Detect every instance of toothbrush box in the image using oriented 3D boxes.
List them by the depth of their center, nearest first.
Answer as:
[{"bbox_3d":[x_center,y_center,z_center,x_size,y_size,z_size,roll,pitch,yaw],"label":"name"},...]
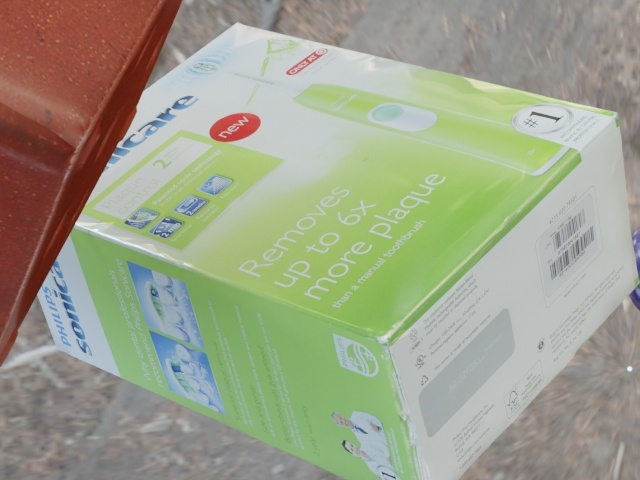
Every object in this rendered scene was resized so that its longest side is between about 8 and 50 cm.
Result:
[{"bbox_3d":[0.000,0.000,0.947,0.283,0.122,0.206,18,46,39],"label":"toothbrush box"}]

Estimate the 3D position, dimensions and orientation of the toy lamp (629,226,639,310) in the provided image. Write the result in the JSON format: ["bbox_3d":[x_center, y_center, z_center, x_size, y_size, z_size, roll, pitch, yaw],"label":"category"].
[{"bbox_3d":[0.101,0.032,1.156,0.274,0.080,0.080,-7,84,20],"label":"toy lamp"}]

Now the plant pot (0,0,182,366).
[{"bbox_3d":[-0.187,-0.092,0.675,0.235,0.267,0.267,27,50,-4],"label":"plant pot"}]
